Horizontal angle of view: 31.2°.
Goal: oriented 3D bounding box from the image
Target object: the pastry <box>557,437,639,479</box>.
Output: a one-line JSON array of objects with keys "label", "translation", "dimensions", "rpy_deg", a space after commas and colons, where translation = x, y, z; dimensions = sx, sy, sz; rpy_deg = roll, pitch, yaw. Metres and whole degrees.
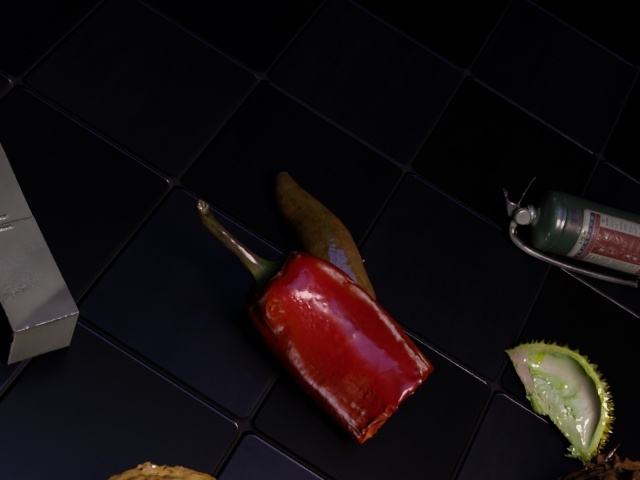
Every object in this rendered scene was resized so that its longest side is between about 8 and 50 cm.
[{"label": "pastry", "translation": [0.358, 0.367, 1.311], "dimensions": [0.274, 0.193, 0.275], "rpy_deg": [12, 52, -16]}]

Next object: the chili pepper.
[{"label": "chili pepper", "translation": [-0.021, 0.081, 1.387], "dimensions": [0.338, 0.134, 0.131], "rpy_deg": [43, 37, 5]}]

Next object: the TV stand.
[{"label": "TV stand", "translation": [-0.373, 0.003, 1.329], "dimensions": [0.082, 0.088, 0.270], "rpy_deg": [-17, 65, -31]}]

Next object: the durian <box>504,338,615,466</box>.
[{"label": "durian", "translation": [0.332, 0.213, 1.500], "dimensions": [0.100, 0.086, 0.215], "rpy_deg": [-32, 66, -1]}]

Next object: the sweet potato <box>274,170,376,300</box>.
[{"label": "sweet potato", "translation": [0.000, 0.000, 1.495], "dimensions": [0.077, 0.077, 0.244], "rpy_deg": [-16, 66, -31]}]

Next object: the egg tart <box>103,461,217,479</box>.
[{"label": "egg tart", "translation": [-0.162, 0.349, 1.165], "dimensions": [0.241, 0.106, 0.241], "rpy_deg": [9, 56, -14]}]

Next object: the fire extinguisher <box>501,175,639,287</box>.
[{"label": "fire extinguisher", "translation": [0.381, -0.012, 1.650], "dimensions": [0.294, 0.118, 0.093], "rpy_deg": [15, 18, -13]}]
